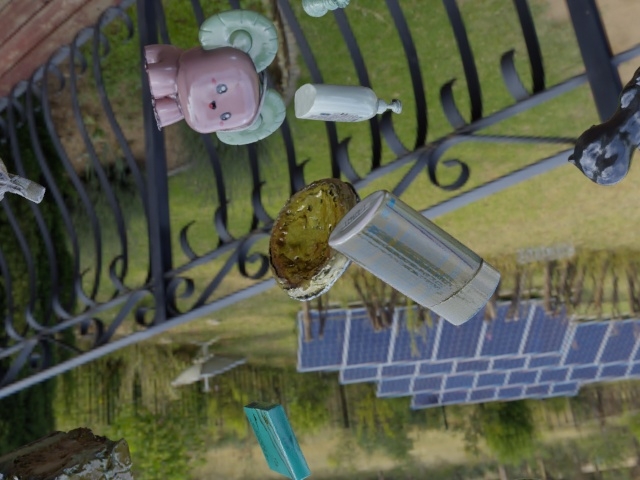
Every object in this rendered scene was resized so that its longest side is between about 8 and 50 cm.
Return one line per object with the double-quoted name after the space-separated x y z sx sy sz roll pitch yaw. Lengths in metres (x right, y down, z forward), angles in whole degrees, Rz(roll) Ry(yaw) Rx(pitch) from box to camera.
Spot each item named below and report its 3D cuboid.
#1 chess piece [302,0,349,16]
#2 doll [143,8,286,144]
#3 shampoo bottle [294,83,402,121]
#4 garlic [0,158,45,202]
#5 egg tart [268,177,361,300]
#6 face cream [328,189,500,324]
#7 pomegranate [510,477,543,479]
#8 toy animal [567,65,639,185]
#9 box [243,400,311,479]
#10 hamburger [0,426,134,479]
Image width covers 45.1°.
0.012 -0.340 1.091 0.042 0.042 0.093 6 -172 -31 "chess piece"
-0.210 -0.322 1.547 0.268 0.216 0.284 -10 127 -10 "doll"
0.045 -0.186 1.052 0.151 0.045 0.077 1 176 -23 "shampoo bottle"
-0.559 -0.090 1.268 0.194 0.127 0.131 22 119 -24 "garlic"
0.000 0.000 1.394 0.234 0.234 0.094 -25 142 39 "egg tart"
0.162 0.035 1.239 0.285 0.067 0.139 33 127 -23 "face cream"
0.405 0.578 1.407 0.302 0.236 0.236 44 136 -18 "pomegranate"
0.413 -0.217 0.864 0.168 0.106 0.343 -16 137 -53 "toy animal"
-0.098 0.432 1.684 0.042 0.161 0.226 -24 179 -20 "box"
-0.480 0.467 1.417 0.167 0.192 0.288 -2 -169 34 "hamburger"
